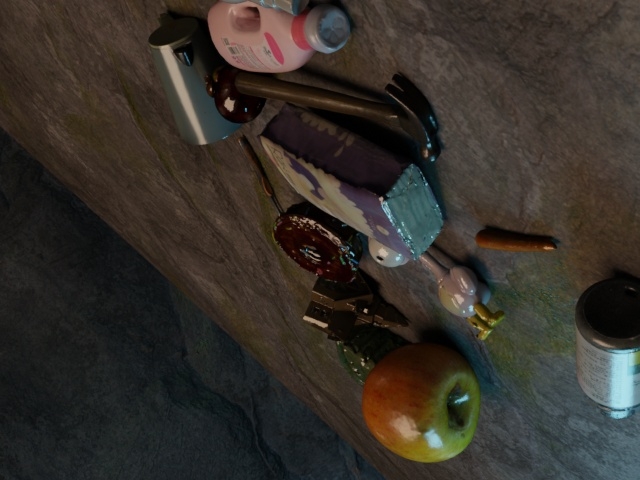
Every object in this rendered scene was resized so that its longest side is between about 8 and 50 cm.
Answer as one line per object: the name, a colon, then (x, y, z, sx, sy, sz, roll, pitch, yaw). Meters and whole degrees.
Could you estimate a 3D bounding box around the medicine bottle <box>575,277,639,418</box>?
medicine bottle: (0.514, 0.199, 1.640, 0.141, 0.141, 0.293, 30, 155, 32)

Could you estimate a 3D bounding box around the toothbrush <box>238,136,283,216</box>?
toothbrush: (-0.137, -0.139, 2.356, 0.031, 0.023, 0.321, 15, 147, 39)

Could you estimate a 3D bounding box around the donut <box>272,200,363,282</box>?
donut: (0.000, 0.000, 2.242, 0.235, 0.089, 0.235, 24, 149, 16)

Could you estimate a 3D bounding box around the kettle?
kettle: (-0.277, -0.362, 2.053, 0.210, 0.160, 0.243, -115, 3, -54)

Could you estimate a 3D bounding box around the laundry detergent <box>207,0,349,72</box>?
laundry detergent: (-0.077, -0.375, 1.697, 0.335, 0.088, 0.159, 12, 138, 53)

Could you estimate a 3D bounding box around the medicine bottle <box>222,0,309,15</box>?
medicine bottle: (-0.162, -0.470, 1.630, 0.352, 0.110, 0.110, 33, 157, 28)

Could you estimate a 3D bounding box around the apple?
apple: (0.237, 0.388, 2.299, 0.275, 0.299, 0.299, 9, 142, 41)

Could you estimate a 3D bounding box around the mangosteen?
mangosteen: (-0.176, -0.309, 1.945, 0.140, 0.140, 0.140, 37, 159, 17)

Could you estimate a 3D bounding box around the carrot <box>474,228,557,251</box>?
carrot: (0.356, 0.003, 1.712, 0.190, 0.037, 0.037, 8, 140, 52)

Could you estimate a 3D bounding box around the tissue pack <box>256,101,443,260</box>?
tissue pack: (0.057, -0.119, 1.854, 0.344, 0.125, 0.242, 30, 167, 35)

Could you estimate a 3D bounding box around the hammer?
hammer: (0.017, -0.253, 1.742, 0.440, 0.044, 0.168, 17, 148, 34)

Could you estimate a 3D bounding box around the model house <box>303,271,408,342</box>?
model house: (0.100, 0.184, 2.394, 0.248, 0.176, 0.181, 21, 154, 11)

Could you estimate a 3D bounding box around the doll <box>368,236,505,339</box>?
doll: (0.226, 0.053, 1.961, 0.365, 0.094, 0.160, 39, 156, 11)

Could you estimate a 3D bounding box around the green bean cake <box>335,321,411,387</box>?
green bean cake: (0.161, 0.340, 2.596, 0.255, 0.132, 0.241, 30, 160, 31)
